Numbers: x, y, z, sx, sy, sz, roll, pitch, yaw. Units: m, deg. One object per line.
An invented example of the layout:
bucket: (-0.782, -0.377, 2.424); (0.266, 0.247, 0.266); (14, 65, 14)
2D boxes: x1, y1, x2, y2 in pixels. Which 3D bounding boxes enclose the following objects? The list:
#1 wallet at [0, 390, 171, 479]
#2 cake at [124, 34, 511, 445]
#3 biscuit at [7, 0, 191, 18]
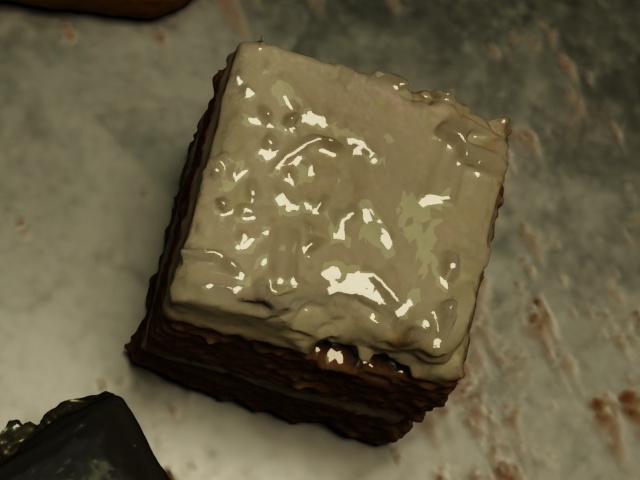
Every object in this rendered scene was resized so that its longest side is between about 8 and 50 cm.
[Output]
wallet: (-0.084, 0.190, 0.698); (0.149, 0.044, 0.250); (-31, 79, -18)
cake: (0.000, 0.000, 0.734); (0.135, 0.147, 0.134); (15, 65, -5)
biscuit: (-0.135, -0.268, 0.867); (0.359, 0.046, 0.359); (5, 69, -12)
